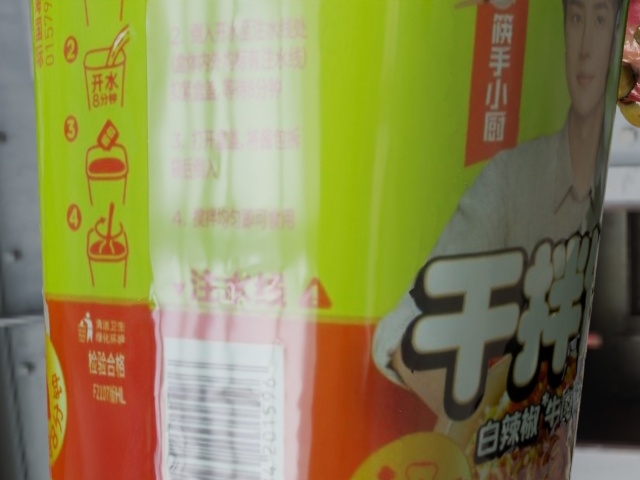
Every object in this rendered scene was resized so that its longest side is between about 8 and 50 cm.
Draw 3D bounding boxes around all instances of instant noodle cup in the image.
[{"bbox_3d":[0.000,0.000,0.573,0.294,0.293,0.308,6,-93,-73],"label":"instant noodle cup"}]

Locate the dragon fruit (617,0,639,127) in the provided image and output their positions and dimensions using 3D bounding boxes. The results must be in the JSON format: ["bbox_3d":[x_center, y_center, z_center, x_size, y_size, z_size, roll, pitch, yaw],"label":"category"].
[{"bbox_3d":[0.336,-0.224,1.152,0.250,0.269,0.291,47,-124,-18],"label":"dragon fruit"}]
